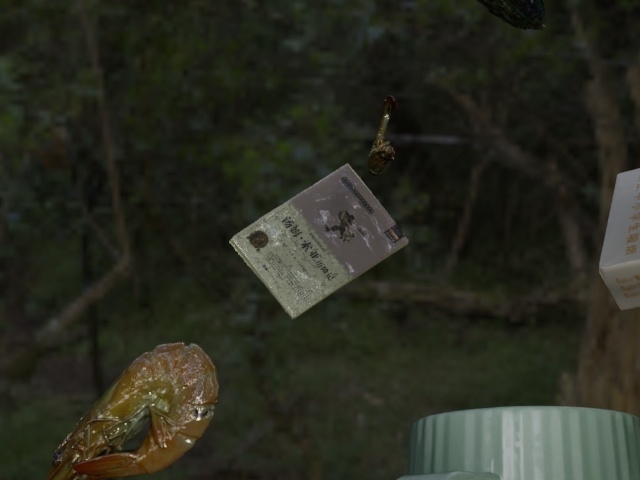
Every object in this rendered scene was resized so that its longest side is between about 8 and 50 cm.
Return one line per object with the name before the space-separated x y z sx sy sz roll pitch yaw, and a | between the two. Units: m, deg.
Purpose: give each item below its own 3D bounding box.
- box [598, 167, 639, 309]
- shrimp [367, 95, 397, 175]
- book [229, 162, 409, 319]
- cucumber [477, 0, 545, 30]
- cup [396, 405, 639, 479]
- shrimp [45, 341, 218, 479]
box | 0.395 -0.025 1.671 0.233 0.067 0.149 -14 39 31
shrimp | 0.065 -0.107 1.747 0.023 0.083 0.114 13 -1 -5
book | 0.000 0.000 2.043 0.182 0.127 0.014 -33 -16 -22
cucumber | 0.134 -0.295 1.741 0.245 0.067 0.067 32 10 -12
cup | 0.218 0.381 1.821 0.310 0.392 0.401 -3 -14 11
shrimp | -0.233 0.232 2.098 0.145 0.267 0.061 57 4 29
